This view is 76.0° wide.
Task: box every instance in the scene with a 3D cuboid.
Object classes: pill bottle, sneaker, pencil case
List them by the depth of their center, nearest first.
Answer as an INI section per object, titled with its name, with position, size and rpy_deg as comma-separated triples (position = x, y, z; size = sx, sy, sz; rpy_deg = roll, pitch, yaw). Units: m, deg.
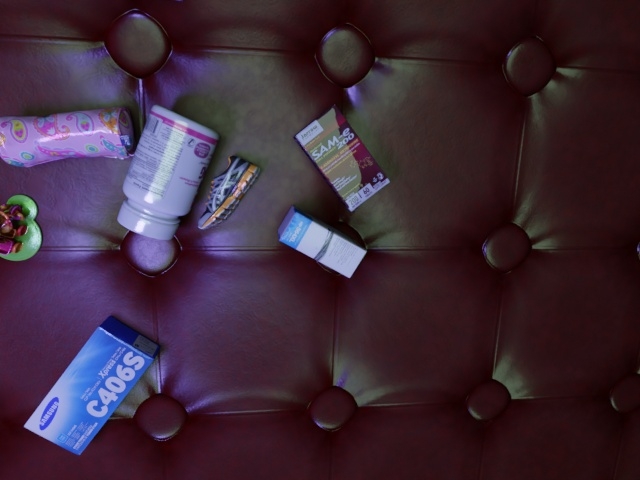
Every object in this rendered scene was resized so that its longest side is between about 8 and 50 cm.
[pencil case]
position = -0.576, -0.238, 0.946
size = 0.284, 0.124, 0.124
rpy_deg = -6, 103, -7
[pill bottle]
position = -0.362, -0.156, 0.967
size = 0.161, 0.160, 0.282
rpy_deg = 23, 99, -11
[sneaker]
position = -0.245, -0.120, 1.038
size = 0.083, 0.084, 0.214
rpy_deg = 38, 92, 0

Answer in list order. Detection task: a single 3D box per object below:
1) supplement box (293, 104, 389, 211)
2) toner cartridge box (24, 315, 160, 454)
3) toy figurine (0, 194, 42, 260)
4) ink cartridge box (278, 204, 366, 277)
[supplement box]
position = 0.054, -0.209, 1.052
size = 0.130, 0.073, 0.239
rpy_deg = -38, 103, 2
[toner cartridge box]
position = -0.606, 0.389, 1.098
size = 0.165, 0.075, 0.347
rpy_deg = 37, 96, -12
[toy figurine]
position = -0.750, -0.017, 0.950
size = 0.130, 0.159, 0.173
rpy_deg = 22, 98, -11
[ink cartridge box]
position = 0.000, 0.000, 1.051
size = 0.203, 0.148, 0.085
rpy_deg = 30, 96, -12
